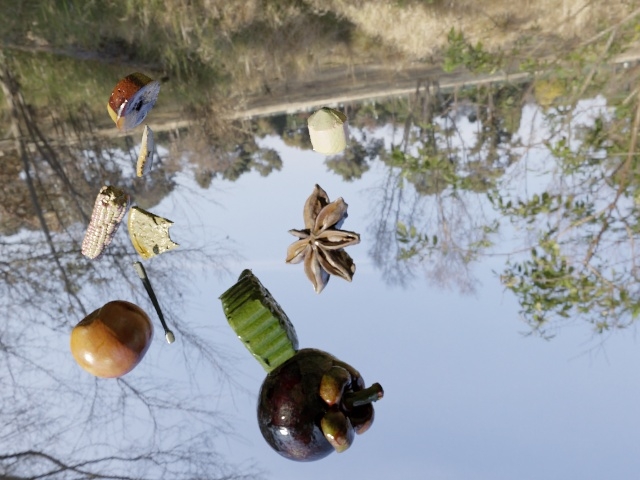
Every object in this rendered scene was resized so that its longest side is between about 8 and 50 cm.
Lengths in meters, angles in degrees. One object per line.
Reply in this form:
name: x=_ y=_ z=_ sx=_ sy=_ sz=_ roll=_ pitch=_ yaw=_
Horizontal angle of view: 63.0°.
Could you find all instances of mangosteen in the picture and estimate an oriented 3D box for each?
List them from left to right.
mangosteen: x=-0.004 y=0.559 z=1.766 sx=0.435 sy=0.382 sz=0.382 roll=4 pitch=-157 yaw=32

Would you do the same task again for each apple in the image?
apple: x=-0.677 y=0.312 z=1.695 sx=0.254 sy=0.253 sz=0.253 roll=-8 pitch=-160 yaw=3

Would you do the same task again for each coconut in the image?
coconut: x=0.021 y=-0.306 z=1.433 sx=0.116 sy=0.122 sz=0.116 roll=-9 pitch=-144 yaw=7

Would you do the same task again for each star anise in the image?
star anise: x=0.011 y=0.008 z=1.067 sx=0.073 sy=0.212 sz=0.197 roll=-4 pitch=-132 yaw=-47

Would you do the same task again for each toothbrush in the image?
toothbrush: x=-0.547 y=0.204 z=1.730 sx=0.030 sy=0.297 sz=0.030 roll=-22 pitch=-172 yaw=-2

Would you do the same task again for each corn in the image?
corn: x=-0.850 y=-0.066 z=2.063 sx=0.127 sy=0.335 sz=0.126 roll=25 pitch=-150 yaw=-16

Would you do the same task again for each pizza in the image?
pizza: x=-0.567 y=-0.015 z=1.764 sx=0.262 sy=0.181 sz=0.034 roll=11 pitch=-163 yaw=34

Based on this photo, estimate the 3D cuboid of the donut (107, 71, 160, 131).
donut: x=-0.548 y=-0.408 z=1.522 sx=0.166 sy=0.073 sz=0.184 roll=-49 pitch=-178 yaw=-37

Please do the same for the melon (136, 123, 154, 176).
melon: x=-0.607 y=-0.320 z=1.812 sx=0.054 sy=0.182 sz=0.098 roll=13 pitch=-161 yaw=-11

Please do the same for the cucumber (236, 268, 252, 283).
cucumber: x=-0.294 y=0.156 z=2.002 sx=0.056 sy=0.056 sz=0.250 roll=-7 pitch=-159 yaw=6

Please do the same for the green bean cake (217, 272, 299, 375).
green bean cake: x=-0.188 y=0.252 z=1.637 sx=0.156 sy=0.247 sz=0.250 roll=-36 pitch=-159 yaw=-7
